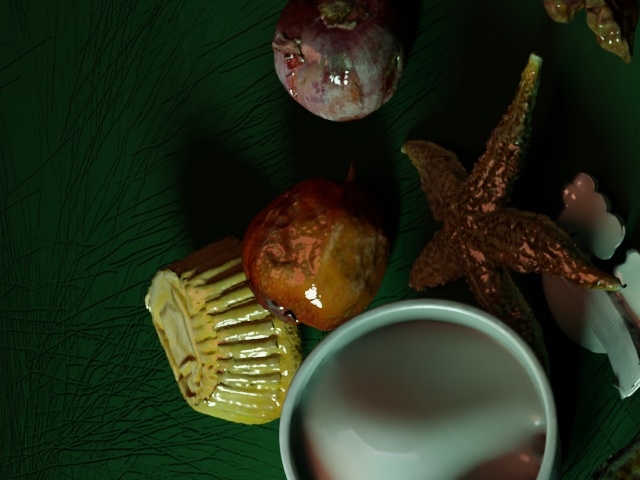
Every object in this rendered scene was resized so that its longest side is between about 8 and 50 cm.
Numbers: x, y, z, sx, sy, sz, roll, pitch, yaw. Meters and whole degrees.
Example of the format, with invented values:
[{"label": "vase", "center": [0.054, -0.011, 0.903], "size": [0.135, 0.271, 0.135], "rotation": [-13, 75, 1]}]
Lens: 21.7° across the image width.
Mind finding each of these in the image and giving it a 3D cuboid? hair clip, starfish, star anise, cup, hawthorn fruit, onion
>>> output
[{"label": "hair clip", "center": [0.278, 0.054, 1.670], "size": [0.220, 0.054, 0.140], "rotation": [61, 140, 29]}, {"label": "starfish", "center": [0.168, 0.002, 1.746], "size": [0.358, 0.078, 0.347], "rotation": [-50, 56, 51]}, {"label": "star anise", "center": [0.269, -0.271, 1.591], "size": [0.212, 0.111, 0.196], "rotation": [13, 131, 17]}, {"label": "cup", "center": [0.129, 0.260, 1.652], "size": [0.259, 0.274, 0.356], "rotation": [-20, 70, 5]}, {"label": "hawthorn fruit", "center": [-0.004, 0.014, 1.918], "size": [0.179, 0.173, 0.173], "rotation": [-41, 63, 39]}, {"label": "onion", "center": [0.026, -0.200, 1.880], "size": [0.159, 0.159, 0.195], "rotation": [56, 168, 29]}]

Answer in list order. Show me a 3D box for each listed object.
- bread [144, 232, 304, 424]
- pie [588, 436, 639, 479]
[{"label": "bread", "center": [-0.111, 0.116, 2.061], "size": [0.240, 0.139, 0.240], "rotation": [28, 123, 53]}, {"label": "pie", "center": [0.337, 0.261, 1.527], "size": [0.240, 0.054, 0.240], "rotation": [-23, 39, 20]}]
